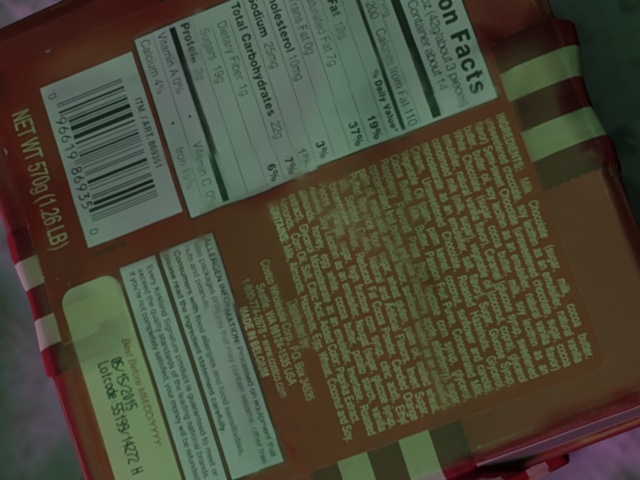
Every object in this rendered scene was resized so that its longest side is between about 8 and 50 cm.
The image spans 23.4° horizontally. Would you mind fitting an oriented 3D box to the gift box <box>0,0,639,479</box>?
[{"bbox_3d":[0.000,0.000,0.668,0.276,0.258,0.255,-17,79,11],"label":"gift box"}]
